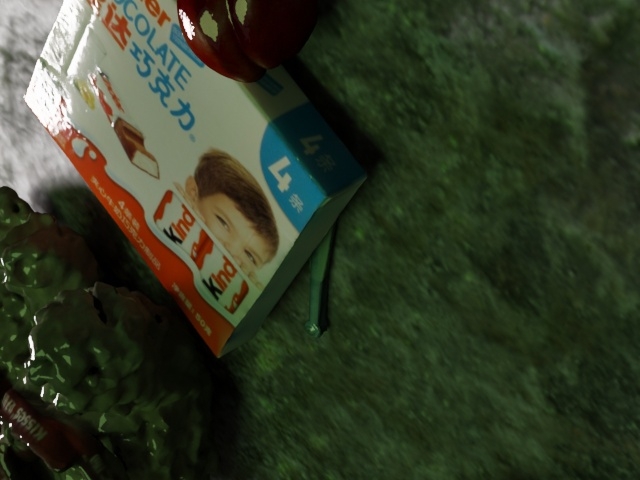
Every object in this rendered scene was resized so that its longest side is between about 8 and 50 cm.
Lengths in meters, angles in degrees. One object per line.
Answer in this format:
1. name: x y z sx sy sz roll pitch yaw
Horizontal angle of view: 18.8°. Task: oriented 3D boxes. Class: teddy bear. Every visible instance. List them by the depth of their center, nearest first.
1. teddy bear: -0.251 0.130 1.679 0.367 0.224 0.357 29 125 36

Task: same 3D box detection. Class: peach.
1. peach: -0.051 -0.161 1.281 0.100 0.100 0.101 31 139 31

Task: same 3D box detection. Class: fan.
1. fan: 0.000 0.000 1.424 0.038 0.016 0.193 30 139 29

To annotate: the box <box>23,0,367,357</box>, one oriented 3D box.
1. box: -0.104 -0.080 1.441 0.273 0.048 0.265 52 146 13
